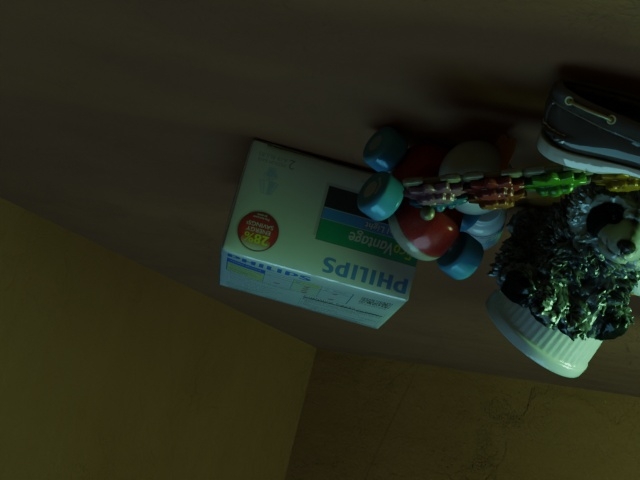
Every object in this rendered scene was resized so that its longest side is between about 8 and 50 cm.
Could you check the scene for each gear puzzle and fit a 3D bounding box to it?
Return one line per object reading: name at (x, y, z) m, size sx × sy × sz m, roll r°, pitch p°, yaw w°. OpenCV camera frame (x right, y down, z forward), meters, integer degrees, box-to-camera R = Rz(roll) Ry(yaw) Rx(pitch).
gear puzzle at (0.287, -0.066, 1.463) m, size 0.339 × 0.044 × 0.175 m, roll -5°, pitch 172°, yaw 10°

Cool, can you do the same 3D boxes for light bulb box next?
light bulb box at (0.000, 0.000, 2.071) m, size 0.358 × 0.225 × 0.361 m, roll 15°, pitch 166°, yaw -3°

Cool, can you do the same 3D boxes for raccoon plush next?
raccoon plush at (0.406, -0.054, 1.688) m, size 0.216 × 0.299 × 0.446 m, roll 20°, pitch -157°, yaw -21°

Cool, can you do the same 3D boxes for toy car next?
toy car at (0.218, -0.098, 1.653) m, size 0.219 × 0.210 × 0.238 m, roll 36°, pitch 130°, yaw -25°

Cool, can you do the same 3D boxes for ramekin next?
ramekin at (0.401, 0.128, 1.855) m, size 0.207 × 0.109 × 0.207 m, roll 29°, pitch -158°, yaw -13°

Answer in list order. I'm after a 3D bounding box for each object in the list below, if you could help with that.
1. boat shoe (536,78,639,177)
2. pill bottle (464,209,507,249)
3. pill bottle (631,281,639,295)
boat shoe at (0.441, -0.130, 1.345) m, size 0.324 × 0.116 × 0.097 m, roll 13°, pitch 125°, yaw 11°
pill bottle at (0.286, -0.042, 1.904) m, size 0.087 × 0.087 × 0.160 m, roll 12°, pitch 166°, yaw 8°
pill bottle at (0.536, 0.038, 1.899) m, size 0.121 × 0.121 × 0.216 m, roll 24°, pitch 163°, yaw -37°
